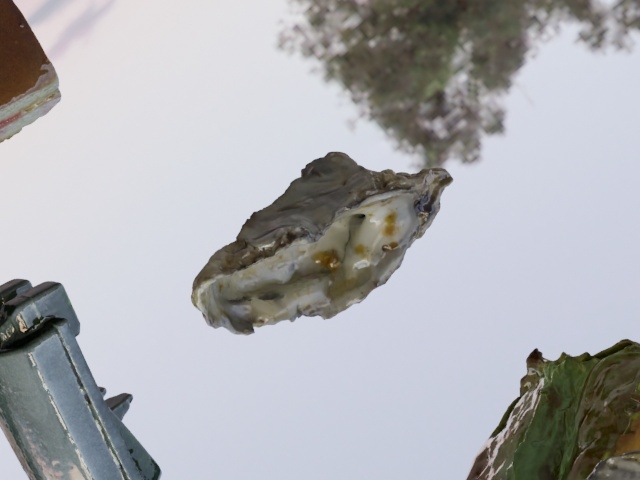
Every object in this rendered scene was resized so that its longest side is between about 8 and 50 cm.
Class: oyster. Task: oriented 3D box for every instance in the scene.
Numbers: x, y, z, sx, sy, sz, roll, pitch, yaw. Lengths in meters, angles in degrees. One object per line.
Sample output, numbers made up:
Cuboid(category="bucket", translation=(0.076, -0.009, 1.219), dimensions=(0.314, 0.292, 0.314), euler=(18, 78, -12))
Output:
Cuboid(category="oyster", translation=(-0.004, -0.004, 1.551), dimensions=(0.341, 0.166, 0.110), euler=(-41, -134, -23))

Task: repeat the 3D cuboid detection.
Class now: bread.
Cuboid(category="bread", translation=(-0.147, -0.076, 0.643), dimensions=(0.043, 0.062, 0.109), euler=(117, -16, -74))

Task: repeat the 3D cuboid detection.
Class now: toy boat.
Cuboid(category="toy boat", translation=(-0.183, 0.182, 1.144), dimensions=(0.092, 0.319, 0.141), euler=(-32, -162, -30))

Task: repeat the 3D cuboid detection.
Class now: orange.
Cuboid(category="orange", translation=(0.240, 0.242, 1.364), dimensions=(0.335, 0.196, 0.262), euler=(-26, -166, 48))

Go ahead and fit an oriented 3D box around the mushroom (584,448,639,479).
Cuboid(category="mushroom", translation=(0.205, 0.276, 1.110), dimensions=(0.096, 0.099, 0.278), euler=(-28, 149, -56))
